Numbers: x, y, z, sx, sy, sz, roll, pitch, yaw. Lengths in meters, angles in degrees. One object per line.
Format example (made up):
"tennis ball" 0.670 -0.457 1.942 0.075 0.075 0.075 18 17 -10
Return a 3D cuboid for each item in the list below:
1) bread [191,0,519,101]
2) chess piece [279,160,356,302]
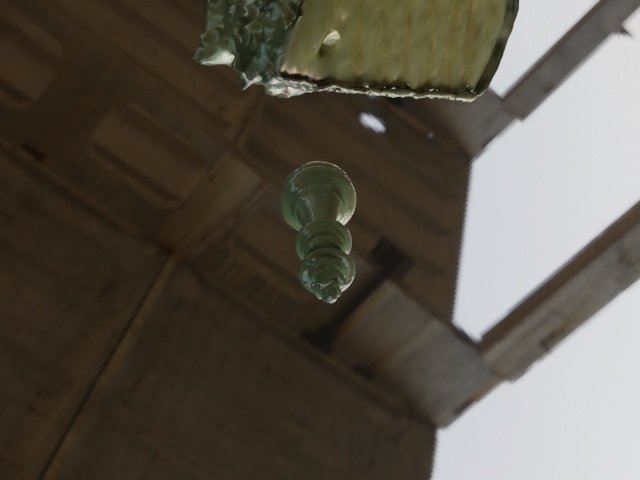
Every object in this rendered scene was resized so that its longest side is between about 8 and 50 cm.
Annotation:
"bread" 0.015 -0.122 0.516 0.064 0.172 0.232 25 157 33
"chess piece" 0.000 0.000 0.870 0.059 0.059 0.149 34 -156 -21
